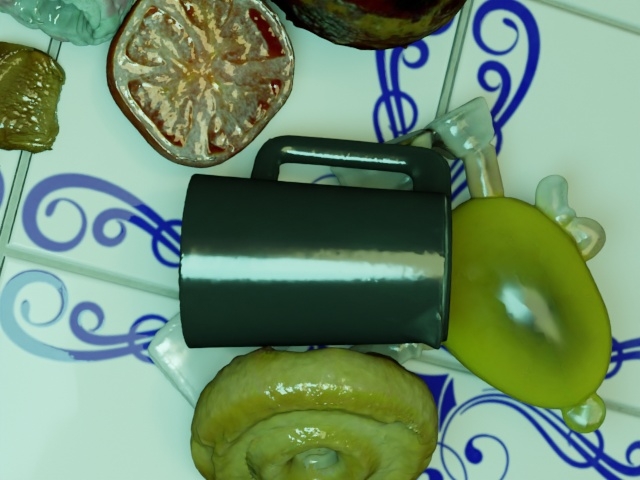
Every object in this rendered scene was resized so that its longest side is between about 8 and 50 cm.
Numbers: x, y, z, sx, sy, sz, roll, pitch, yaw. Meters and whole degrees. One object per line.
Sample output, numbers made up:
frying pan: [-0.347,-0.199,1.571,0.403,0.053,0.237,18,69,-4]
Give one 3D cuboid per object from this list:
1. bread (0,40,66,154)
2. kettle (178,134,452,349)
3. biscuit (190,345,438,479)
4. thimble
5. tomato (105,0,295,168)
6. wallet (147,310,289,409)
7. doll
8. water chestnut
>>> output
bread: [-0.367,-0.172,1.916,0.126,0.044,0.129,12,81,-16]
kettle: [0.000,0.014,1.890,0.308,0.262,0.203,1,116,3]
biscuit: [-0.007,0.234,1.878,0.296,0.296,0.102,9,51,-15]
thimble: [-0.294,-0.323,1.856,0.185,0.211,0.149,29,78,-25]
tomato: [-0.151,-0.202,1.951,0.237,0.095,0.236,2,85,-19]
wallet: [-0.115,0.117,1.980,0.183,0.032,0.124,-41,97,-15]
doll: [0.188,0.029,2.013,0.348,0.161,0.423,-1,88,6]
water chestnut: [0.057,-0.406,1.908,0.350,0.302,0.350,1,88,-16]
